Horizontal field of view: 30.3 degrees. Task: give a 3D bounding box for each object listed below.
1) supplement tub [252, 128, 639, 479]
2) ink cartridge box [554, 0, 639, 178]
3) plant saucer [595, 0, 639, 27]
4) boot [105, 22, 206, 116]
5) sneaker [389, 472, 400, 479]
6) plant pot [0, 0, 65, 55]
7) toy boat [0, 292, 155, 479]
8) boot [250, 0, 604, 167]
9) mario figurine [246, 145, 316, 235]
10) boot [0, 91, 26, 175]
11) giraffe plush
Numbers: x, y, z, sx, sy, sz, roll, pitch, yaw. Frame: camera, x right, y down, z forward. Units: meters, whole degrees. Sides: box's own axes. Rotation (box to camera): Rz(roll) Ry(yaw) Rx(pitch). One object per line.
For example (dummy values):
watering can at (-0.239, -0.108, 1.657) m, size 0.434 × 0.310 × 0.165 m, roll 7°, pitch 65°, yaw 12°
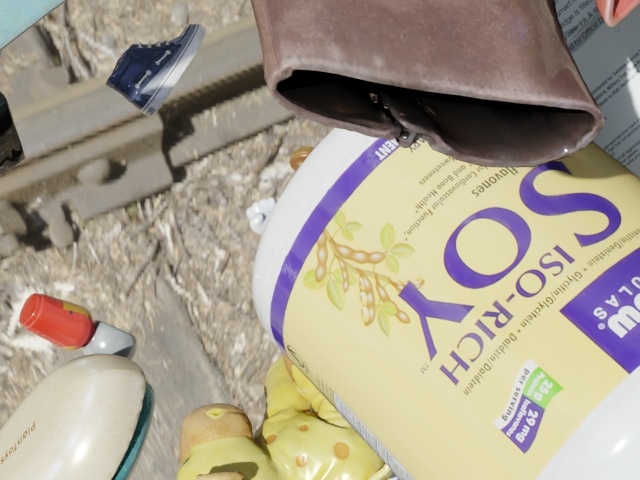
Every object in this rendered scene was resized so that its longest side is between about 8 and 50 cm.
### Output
supplement tub at (0.141, 0.072, 0.728) m, size 0.241 × 0.241 × 0.331 m, roll -36°, pitch 60°, yaw -18°
ink cartridge box at (0.197, -0.145, 0.885) m, size 0.208 × 0.153 × 0.087 m, roll 50°, pitch 27°, yaw 5°
plant saucer at (0.205, -0.274, 0.567) m, size 0.048 × 0.259 × 0.258 m, roll 34°, pitch 63°, yaw 29°
boot at (-0.240, -0.274, 1.744) m, size 0.086 × 0.069 × 0.190 m, roll 36°, pitch 51°, yaw -15°
sneaker at (0.155, 0.283, 1.370) m, size 0.236 × 0.323 × 0.130 m, roll 44°, pitch 107°, yaw 1°
plant pot at (-0.262, -0.262, 0.817) m, size 0.247 × 0.248 × 0.252 m, roll -35°, pitch 109°, yaw 10°
toy boat at (-0.271, 0.193, 1.341) m, size 0.148 × 0.267 × 0.318 m, roll 29°, pitch 31°, yaw -32°
boot at (-0.020, -0.135, 0.413) m, size 0.249 × 0.090 × 0.206 m, roll 12°, pitch 49°, yaw -21°
mario figurine at (0.000, 0.000, 1.700) m, size 0.170 × 0.198 × 0.320 m, roll 21°, pitch 60°, yaw -28°
boot at (-0.601, -0.082, 1.270) m, size 0.367 × 0.146 × 0.445 m, roll 39°, pitch 68°, yaw 14°
giraffe plush at (-0.044, 0.185, 0.965) m, size 0.171 × 0.181 × 0.210 m, roll -9°, pitch 32°, yaw -24°
